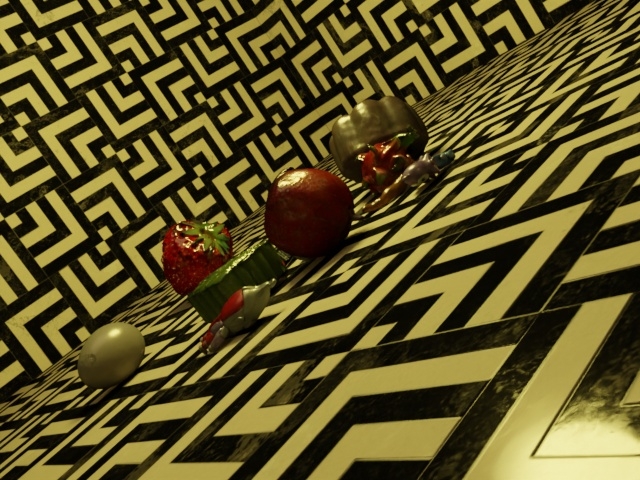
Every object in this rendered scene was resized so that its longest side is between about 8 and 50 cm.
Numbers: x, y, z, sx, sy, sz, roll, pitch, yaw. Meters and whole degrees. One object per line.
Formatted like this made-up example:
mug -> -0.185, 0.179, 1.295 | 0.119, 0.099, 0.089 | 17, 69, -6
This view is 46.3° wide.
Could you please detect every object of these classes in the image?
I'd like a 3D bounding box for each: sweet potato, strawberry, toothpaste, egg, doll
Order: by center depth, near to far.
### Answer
doll -> -0.176, 0.156, 1.591 | 0.227, 0.075, 0.102 | -42, 21, 13
doll -> 0.268, -0.179, 1.831 | 0.205, 0.067, 0.110 | -27, -11, -37
sweet potato -> 0.180, -0.124, 1.913 | 0.179, 0.044, 0.044 | -43, 10, -10
egg -> -0.535, 0.294, 1.913 | 0.146, 0.146, 0.199 | -25, 19, 45
toothpaste -> -0.086, 0.033, 1.994 | 0.193, 0.071, 0.045 | -38, -19, -51
strawberry -> -0.417, 0.073, 2.492 | 0.288, 0.250, 0.239 | -53, 32, 34

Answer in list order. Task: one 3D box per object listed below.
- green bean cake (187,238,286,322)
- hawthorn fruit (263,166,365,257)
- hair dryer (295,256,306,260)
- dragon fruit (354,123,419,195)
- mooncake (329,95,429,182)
green bean cake -> -0.203, 0.104, 1.842 | 0.200, 0.113, 0.214 | -29, 10, 47
hawthorn fruit -> -0.013, -0.061, 1.782 | 0.249, 0.215, 0.215 | 5, 19, 11
hair dryer -> 0.000, 0.000, 1.900 | 0.137, 0.047, 0.082 | -22, 13, 32
dragon fruit -> 0.178, -0.213, 1.966 | 0.137, 0.135, 0.236 | -23, -23, -30
mooncake -> 0.164, -0.291, 2.179 | 0.305, 0.154, 0.306 | -22, -19, -8
